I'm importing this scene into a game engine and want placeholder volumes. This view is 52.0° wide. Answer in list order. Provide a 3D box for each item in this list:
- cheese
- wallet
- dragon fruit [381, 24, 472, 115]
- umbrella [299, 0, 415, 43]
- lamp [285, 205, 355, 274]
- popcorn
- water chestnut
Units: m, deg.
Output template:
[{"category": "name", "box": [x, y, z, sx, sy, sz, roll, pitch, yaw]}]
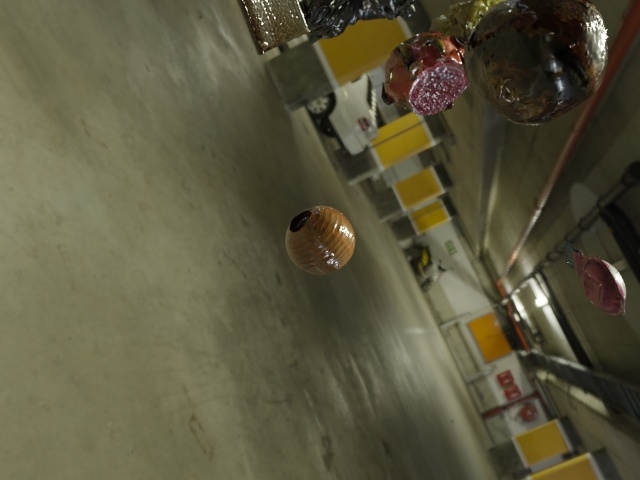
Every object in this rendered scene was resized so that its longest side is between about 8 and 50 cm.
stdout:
[{"category": "cheese", "box": [0.655, 0.088, 1.569, 0.244, 0.062, 0.155, -115, -174, -58]}, {"category": "wallet", "box": [-0.111, -0.467, 1.168, 0.039, 0.133, 0.243, 7, -53, 50]}, {"category": "dragon fruit", "box": [0.279, -0.421, 1.659, 0.211, 0.282, 0.147, 43, 22, -38]}, {"category": "umbrella", "box": [0.054, -0.457, 1.299, 0.122, 0.272, 0.110, -144, -146, -71]}, {"category": "lamp", "box": [0.000, 0.000, 1.253, 0.136, 0.136, 0.136, 62, 9, -17]}, {"category": "popcorn", "box": [0.424, -0.574, 1.821, 0.251, 0.237, 0.205, 32, 57, -54]}, {"category": "water chestnut", "box": [0.352, -0.303, 1.057, 0.223, 0.224, 0.238, 51, 53, -58]}]
